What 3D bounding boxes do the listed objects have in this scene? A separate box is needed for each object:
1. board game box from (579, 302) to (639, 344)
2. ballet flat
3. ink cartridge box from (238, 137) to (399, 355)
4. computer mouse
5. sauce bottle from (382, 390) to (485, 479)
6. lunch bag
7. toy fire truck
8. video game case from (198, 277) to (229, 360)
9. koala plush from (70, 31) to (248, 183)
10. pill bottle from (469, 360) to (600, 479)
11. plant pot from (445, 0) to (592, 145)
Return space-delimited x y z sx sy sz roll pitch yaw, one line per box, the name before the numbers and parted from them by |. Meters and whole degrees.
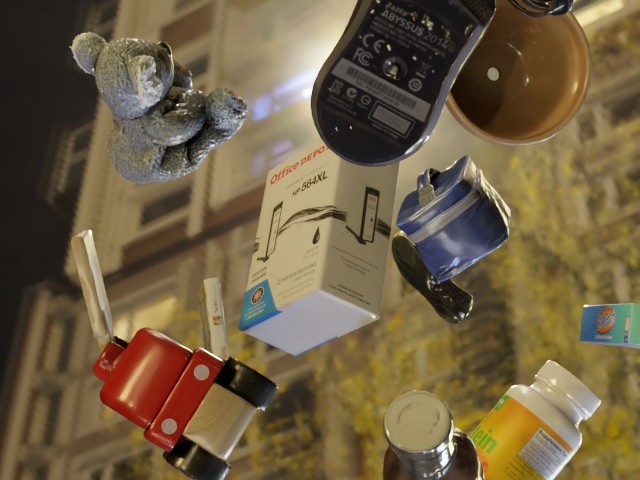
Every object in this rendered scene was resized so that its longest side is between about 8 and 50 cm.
board game box | 0.399 0.103 1.751 0.210 0.160 0.047 153 124 -84
ballet flat | 0.151 0.046 2.115 0.173 0.057 0.049 51 -126 -30
ink cartridge box | 0.000 0.000 1.629 0.086 0.148 0.203 25 -124 -28
computer mouse | 0.092 -0.185 1.399 0.188 0.272 0.072 32 -150 -5
sauce bottle | 0.125 0.264 1.687 0.344 0.111 0.111 71 -169 -56
lunch bag | 0.096 -0.022 1.138 0.065 0.067 0.098 54 -165 -10
toy fire truck | -0.171 0.112 1.513 0.246 0.158 0.217 31 172 -4
video game case | -0.155 0.168 2.294 0.227 0.026 0.206 132 131 -81
koala plush | -0.258 -0.211 2.256 0.196 0.203 0.221 32 165 35
pill bottle | 0.303 0.304 2.307 0.136 0.246 0.136 40 175 4
plant pot | 0.277 -0.256 2.308 0.237 0.237 0.110 65 168 -4
